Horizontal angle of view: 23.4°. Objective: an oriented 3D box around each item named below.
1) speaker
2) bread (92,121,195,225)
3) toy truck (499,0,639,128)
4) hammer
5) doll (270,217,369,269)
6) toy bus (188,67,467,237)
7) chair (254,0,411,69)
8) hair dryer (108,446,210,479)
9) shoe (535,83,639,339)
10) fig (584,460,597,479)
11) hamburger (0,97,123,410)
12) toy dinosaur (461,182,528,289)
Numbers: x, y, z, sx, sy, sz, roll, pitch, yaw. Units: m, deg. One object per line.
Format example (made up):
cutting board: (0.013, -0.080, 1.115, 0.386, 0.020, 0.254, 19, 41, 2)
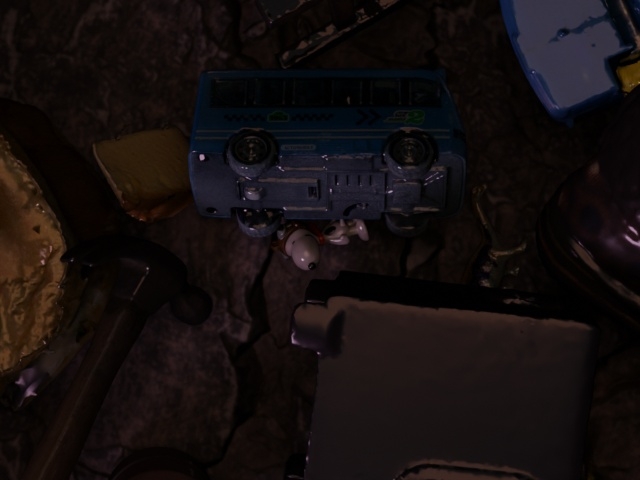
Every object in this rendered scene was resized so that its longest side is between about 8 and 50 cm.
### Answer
speaker: (0.095, 0.151, 1.334, 0.254, 0.184, 0.232, 7, 96, 3)
bread: (-0.157, -0.070, 1.422, 0.080, 0.109, 0.084, -33, 80, 2)
toy truck: (0.354, -0.229, 1.390, 0.385, 0.162, 0.161, -23, 84, 1)
hammer: (-0.225, 0.195, 1.317, 0.044, 0.168, 0.439, 6, 64, 36)
doll: (-0.001, -0.005, 1.440, 0.085, 0.040, 0.058, -35, 52, -19)
toy bus: (0.008, -0.087, 1.403, 0.246, 0.113, 0.134, -1, 57, 2)
chair: (0.096, -0.346, 1.372, 0.416, 0.240, 0.203, -31, 82, 0)
hair dryer: (-0.042, 0.310, 1.350, 0.344, 0.189, 0.106, 36, 85, -5)
shoe: (0.391, 0.017, 1.307, 0.384, 0.171, 0.237, 34, 130, -1)
fig: (0.250, 0.294, 1.395, 0.093, 0.093, 0.166, -30, 56, -1)
hamburger: (-0.301, -0.015, 1.406, 0.211, 0.132, 0.309, -37, 84, -2)
toy dinosaur: (0.161, 0.038, 1.435, 0.058, 0.037, 0.180, 3, 78, 15)
